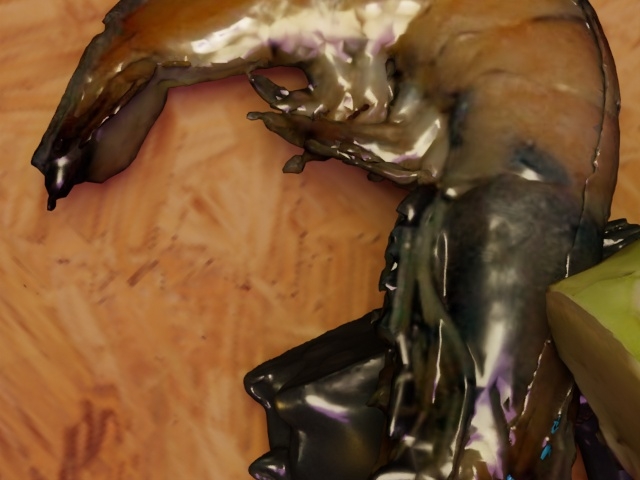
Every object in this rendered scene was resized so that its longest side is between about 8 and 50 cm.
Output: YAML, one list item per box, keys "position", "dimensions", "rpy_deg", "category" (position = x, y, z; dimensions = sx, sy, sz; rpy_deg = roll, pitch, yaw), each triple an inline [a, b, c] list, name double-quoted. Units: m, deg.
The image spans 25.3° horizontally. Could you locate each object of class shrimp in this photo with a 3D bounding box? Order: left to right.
- position: [0.000, 0.000, 0.525]
  dimensions: [0.222, 0.054, 0.290]
  rpy_deg: [4, 69, 0]
  category: "shrimp"

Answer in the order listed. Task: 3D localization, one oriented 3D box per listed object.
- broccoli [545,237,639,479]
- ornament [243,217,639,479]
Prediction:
- position: [0.227, -0.058, 0.503]
  dimensions: [0.361, 0.221, 0.252]
  rpy_deg: [-16, 122, -30]
  category: "broccoli"
- position: [0.091, 0.133, 0.598]
  dimensions: [0.202, 0.080, 0.236]
  rpy_deg: [-22, 102, -12]
  category: "ornament"
